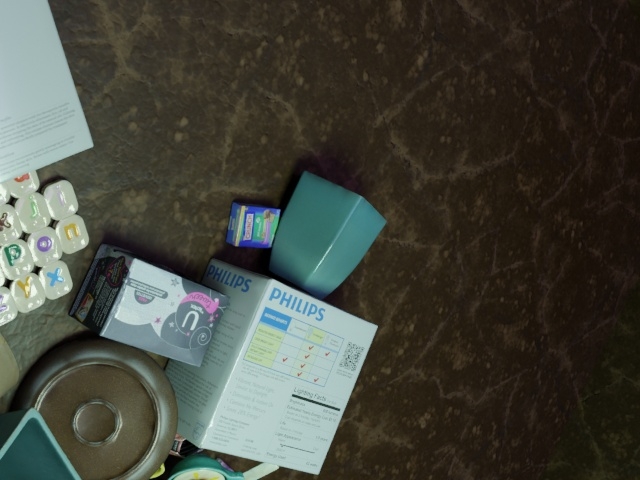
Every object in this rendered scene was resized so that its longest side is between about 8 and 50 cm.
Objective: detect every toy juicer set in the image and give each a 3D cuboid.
[{"bbox_3d":[-0.274,0.523,1.802,0.329,0.089,0.209,18,131,-29],"label":"toy juicer set"}]

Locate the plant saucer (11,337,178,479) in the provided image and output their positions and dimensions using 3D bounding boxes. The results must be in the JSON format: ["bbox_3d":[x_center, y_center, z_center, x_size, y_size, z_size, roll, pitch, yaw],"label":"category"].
[{"bbox_3d":[-0.424,0.341,1.612,0.311,0.050,0.310,1,88,-13],"label":"plant saucer"}]

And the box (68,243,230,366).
[{"bbox_3d":[-0.330,0.128,1.677,0.247,0.142,0.163,28,83,-43],"label":"box"}]

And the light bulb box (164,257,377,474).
[{"bbox_3d":[-0.119,0.275,1.852,0.358,0.225,0.360,27,83,-42],"label":"light bulb box"}]

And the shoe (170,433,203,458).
[{"bbox_3d":[-0.329,0.419,1.802,0.178,0.081,0.063,11,95,-43],"label":"shoe"}]

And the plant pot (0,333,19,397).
[{"bbox_3d":[-0.641,0.200,1.312,0.229,0.263,0.263,-46,129,-38],"label":"plant pot"}]

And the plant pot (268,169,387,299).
[{"bbox_3d":[0.000,0.000,1.904,0.234,0.166,0.166,-60,149,-6],"label":"plant pot"}]

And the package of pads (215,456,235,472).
[{"bbox_3d":[-0.226,0.542,1.965,0.050,0.032,0.083,-49,129,-17],"label":"package of pads"}]

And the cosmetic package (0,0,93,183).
[{"bbox_3d":[-0.528,-0.295,1.369,0.197,0.155,0.365,-28,119,-34],"label":"cosmetic package"}]

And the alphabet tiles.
[{"bbox_3d":[-0.556,0.003,1.520,0.284,0.021,0.277,-29,121,-33],"label":"alphabet tiles"}]

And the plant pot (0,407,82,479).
[{"bbox_3d":[-0.590,0.456,1.444,0.247,0.253,0.247,-66,143,-52],"label":"plant pot"}]

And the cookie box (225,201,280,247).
[{"bbox_3d":[-0.147,-0.033,1.864,0.107,0.040,0.091,3,101,-42],"label":"cookie box"}]
